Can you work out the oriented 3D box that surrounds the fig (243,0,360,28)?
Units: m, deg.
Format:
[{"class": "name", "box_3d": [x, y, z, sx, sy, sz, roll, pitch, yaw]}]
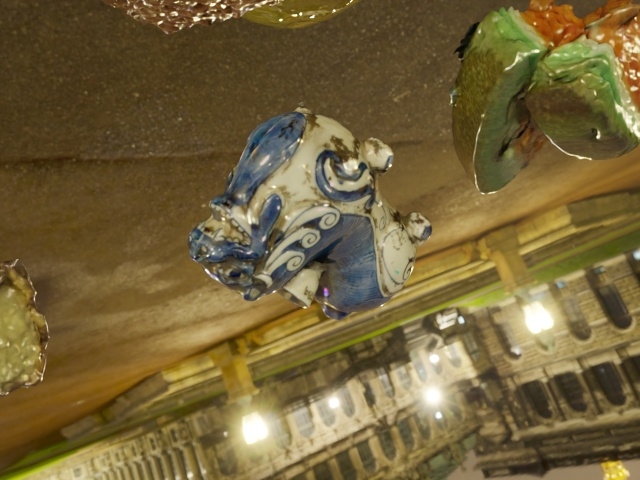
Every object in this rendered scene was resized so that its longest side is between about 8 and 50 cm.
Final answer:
[{"class": "fig", "box_3d": [-0.034, -0.394, 0.606, 0.344, 0.343, 0.343, -21, 168, -5]}]

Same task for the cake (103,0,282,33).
[{"class": "cake", "box_3d": [-0.098, -0.240, 0.387, 0.135, 0.147, 0.135, 3, 178, 29]}]

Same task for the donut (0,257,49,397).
[{"class": "donut", "box_3d": [-0.438, 0.008, 0.591, 0.259, 0.344, 0.136, 14, -151, 19]}]

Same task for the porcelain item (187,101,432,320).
[{"class": "porcelain item", "box_3d": [0.000, 0.000, 0.567, 0.186, 0.138, 0.288, -55, 149, -10]}]

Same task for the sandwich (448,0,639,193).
[{"class": "sandwich", "box_3d": [0.299, -0.164, 0.640, 0.301, 0.162, 0.250, -29, 153, -13]}]
